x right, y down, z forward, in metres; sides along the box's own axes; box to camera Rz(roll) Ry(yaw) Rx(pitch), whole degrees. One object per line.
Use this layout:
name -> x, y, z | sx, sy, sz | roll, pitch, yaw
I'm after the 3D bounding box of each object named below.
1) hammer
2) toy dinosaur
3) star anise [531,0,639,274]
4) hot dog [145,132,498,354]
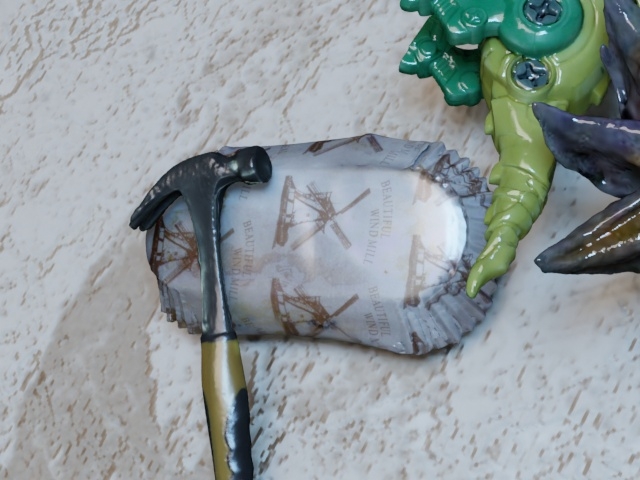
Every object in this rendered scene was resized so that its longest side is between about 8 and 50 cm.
hammer -> -0.052, 0.057, 0.820 | 0.078, 0.021, 0.201 | -10, 80, 26
toy dinosaur -> 0.103, -0.090, 0.798 | 0.153, 0.094, 0.259 | 27, 67, 19
star anise -> 0.171, -0.013, 0.721 | 0.204, 0.061, 0.181 | 39, 69, 3
hot dog -> 0.000, 0.000, 0.841 | 0.191, 0.059, 0.108 | 3, 79, 25
